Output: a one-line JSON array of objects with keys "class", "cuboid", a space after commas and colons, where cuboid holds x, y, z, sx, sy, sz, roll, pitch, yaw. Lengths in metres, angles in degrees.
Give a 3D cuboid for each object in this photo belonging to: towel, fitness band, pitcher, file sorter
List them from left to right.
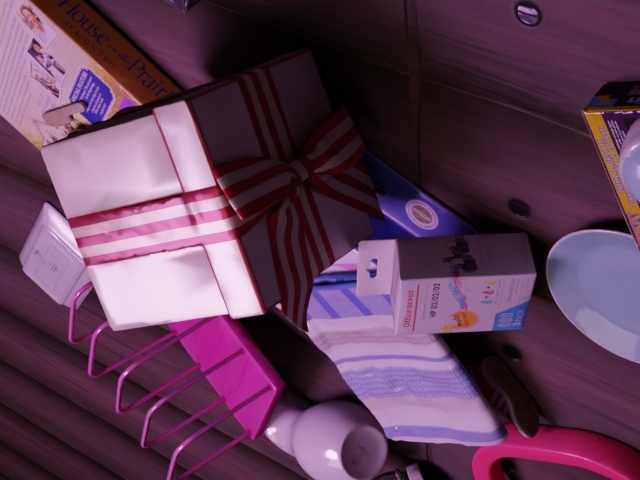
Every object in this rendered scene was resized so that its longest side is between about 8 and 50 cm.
[{"class": "file sorter", "cuboid": [-0.224, 0.182, 1.711, 0.290, 0.182, 0.202, 51, 152, 17]}, {"class": "pitcher", "cuboid": [0.028, 0.313, 1.739, 0.178, 0.125, 0.207, 43, 161, -24]}, {"class": "towel", "cuboid": [0.087, 0.151, 1.429, 0.209, 0.034, 0.285, -7, 127, 49]}, {"class": "fitness band", "cuboid": [0.326, 0.323, 1.484, 0.291, 0.054, 0.209, -4, 124, 48]}]

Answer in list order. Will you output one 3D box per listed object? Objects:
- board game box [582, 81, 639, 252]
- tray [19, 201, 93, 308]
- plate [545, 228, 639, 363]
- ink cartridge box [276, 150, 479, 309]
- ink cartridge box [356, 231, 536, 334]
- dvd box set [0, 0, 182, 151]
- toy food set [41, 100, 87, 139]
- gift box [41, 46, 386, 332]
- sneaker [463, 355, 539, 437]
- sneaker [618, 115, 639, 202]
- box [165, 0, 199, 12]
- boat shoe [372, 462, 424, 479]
[{"class": "board game box", "cuboid": [0.325, -0.059, 1.014, 0.141, 0.048, 0.170, 6, 134, 47]}, {"class": "tray", "cuboid": [-0.453, 0.038, 2.001, 0.145, 0.030, 0.270, 44, 149, -2]}, {"class": "plate", "cuboid": [0.319, 0.055, 1.183, 0.188, 0.024, 0.188, 27, 146, 21]}, {"class": "ink cartridge box", "cuboid": [0.000, 0.000, 1.424, 0.324, 0.071, 0.330, 36, 149, 10]}, {"class": "ink cartridge box", "cuboid": [0.132, 0.049, 1.252, 0.181, 0.061, 0.104, -3, 141, -2]}, {"class": "dvd box set", "cuboid": [-0.345, -0.210, 1.547, 0.420, 0.062, 0.307, 42, 149, -2]}, {"class": "toy food set", "cuboid": [-0.297, -0.093, 1.544, 0.132, 0.038, 0.192, -9, 124, 52]}, {"class": "gift box", "cuboid": [-0.093, -0.041, 1.248, 0.258, 0.255, 0.276, -12, 109, 37]}, {"class": "sneaker", "cuboid": [0.221, 0.197, 1.447, 0.067, 0.042, 0.118, -21, 106, 51]}, {"class": "sneaker", "cuboid": [0.357, 0.017, 0.781, 0.366, 0.150, 0.135, 24, 144, 27]}, {"class": "box", "cuboid": [-0.157, -0.331, 1.078, 0.231, 0.183, 0.056, 34, 149, 14]}, {"class": "boat shoe", "cuboid": [0.144, 0.485, 1.726, 0.109, 0.091, 0.304, -108, 3, -85]}]
